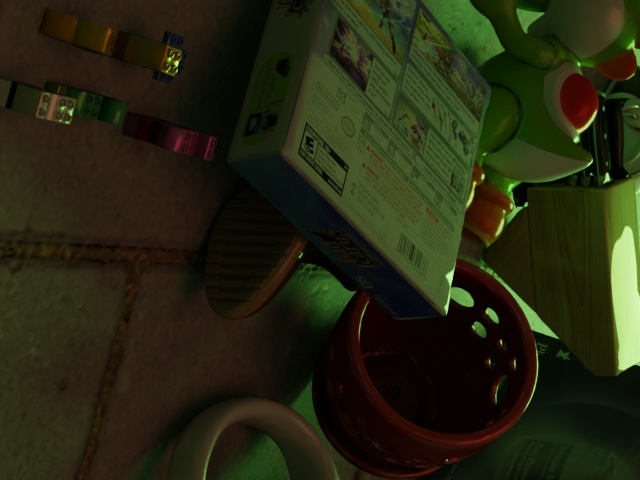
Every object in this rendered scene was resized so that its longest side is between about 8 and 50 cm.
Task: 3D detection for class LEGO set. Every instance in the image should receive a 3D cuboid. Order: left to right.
[{"bbox_3d":[-0.137,-0.116,1.311,0.227,0.093,0.087,8,99,-60],"label":"LEGO set"}]

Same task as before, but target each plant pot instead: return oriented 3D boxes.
[{"bbox_3d":[0.087,0.130,1.712,0.191,0.191,0.174,-52,-179,-31],"label":"plant pot"}]

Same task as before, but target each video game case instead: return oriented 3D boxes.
[{"bbox_3d":[0.042,-0.102,1.534,0.269,0.061,0.244,44,51,-43],"label":"video game case"}]

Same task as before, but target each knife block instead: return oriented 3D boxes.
[{"bbox_3d":[0.306,-0.023,1.981,0.088,0.276,0.242,-20,152,-54],"label":"knife block"}]

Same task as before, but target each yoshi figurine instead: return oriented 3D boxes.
[{"bbox_3d":[0.193,-0.191,1.806,0.203,0.203,0.362,37,87,-18],"label":"yoshi figurine"}]

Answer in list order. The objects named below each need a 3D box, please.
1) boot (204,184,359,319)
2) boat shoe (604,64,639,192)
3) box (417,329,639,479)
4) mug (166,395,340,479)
[{"bbox_3d":[0.000,0.000,1.611,0.248,0.090,0.207,-64,148,-20],"label":"boot"},{"bbox_3d":[0.354,-0.132,2.118,0.258,0.095,0.084,-67,147,-61],"label":"boat shoe"},{"bbox_3d":[0.294,0.290,2.070,0.296,0.294,0.183,-59,149,-23],"label":"box"},{"bbox_3d":[-0.039,0.324,1.598,0.328,0.276,0.374,1,75,-52],"label":"mug"}]
